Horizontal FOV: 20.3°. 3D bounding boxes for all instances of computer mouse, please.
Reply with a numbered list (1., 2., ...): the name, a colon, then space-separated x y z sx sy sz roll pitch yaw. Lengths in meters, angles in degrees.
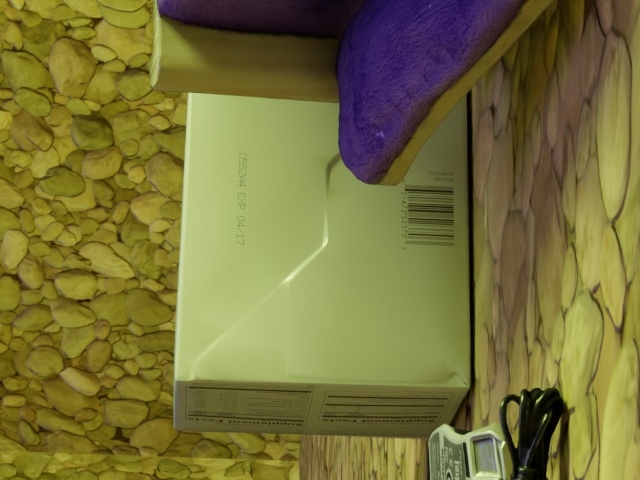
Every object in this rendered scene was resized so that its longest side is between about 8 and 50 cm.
1. computer mouse: 0.096 0.130 0.963 0.193 0.042 0.106 159 109 -81

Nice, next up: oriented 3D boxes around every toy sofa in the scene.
1. toy sofa: 0.015 -0.164 0.941 0.362 0.150 0.177 135 136 -66

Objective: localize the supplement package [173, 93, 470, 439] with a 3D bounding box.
1. supplement package: 0.000 0.000 1.304 0.145 0.204 0.262 103 169 -69
